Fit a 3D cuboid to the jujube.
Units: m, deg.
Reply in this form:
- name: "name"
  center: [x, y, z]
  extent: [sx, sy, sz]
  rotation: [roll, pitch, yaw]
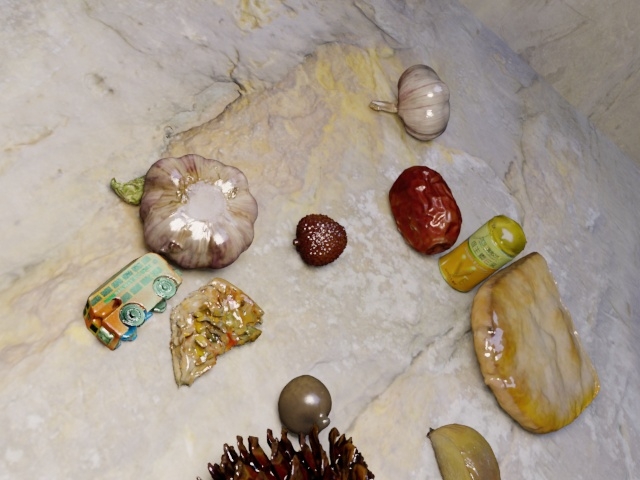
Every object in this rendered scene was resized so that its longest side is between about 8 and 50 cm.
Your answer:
- name: "jujube"
  center: [0.278, -0.084, 1.473]
  extent: [0.174, 0.174, 0.250]
  rotation: [9, 54, -31]

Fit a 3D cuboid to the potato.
- name: "potato"
  center: [0.325, 0.498, 1.142]
  extent: [0.138, 0.098, 0.243]
  rotation: [9, 56, -33]

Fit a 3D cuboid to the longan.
- name: "longan"
  center: [-0.025, 0.308, 1.014]
  extent: [0.106, 0.106, 0.119]
  rotation: [-2, 28, -37]

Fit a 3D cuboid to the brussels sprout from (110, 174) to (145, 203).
- name: "brussels sprout"
  center: [-0.372, -0.103, 1.101]
  extent: [0.085, 0.058, 0.085]
  rotation: [-1, 29, 0]

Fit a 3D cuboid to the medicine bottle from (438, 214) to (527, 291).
- name: "medicine bottle"
  center: [0.429, 0.033, 1.451]
  extent: [0.124, 0.239, 0.124]
  rotation: [18, 49, -22]

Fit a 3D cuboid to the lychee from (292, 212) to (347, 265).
- name: "lychee"
  center: [-0.001, -0.002, 1.248]
  extent: [0.129, 0.123, 0.123]
  rotation: [-24, 75, -41]

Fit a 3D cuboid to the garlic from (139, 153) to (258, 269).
- name: "garlic"
  center: [-0.244, -0.053, 1.091]
  extent: [0.245, 0.160, 0.244]
  rotation: [6, 74, -22]

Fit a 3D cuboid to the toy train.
- name: "toy train"
  center: [-0.328, 0.102, 0.973]
  extent: [0.099, 0.072, 0.188]
  rotation: [39, 45, 2]

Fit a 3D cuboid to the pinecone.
- name: "pinecone"
  center: [-0.051, 0.406, 0.848]
  extent: [0.293, 0.246, 0.246]
  rotation: [10, 52, -7]

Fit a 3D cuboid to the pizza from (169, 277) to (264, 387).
- name: "pizza"
  center: [-0.204, 0.155, 1.026]
  extent: [0.226, 0.069, 0.147]
  rotation: [-32, 83, -45]

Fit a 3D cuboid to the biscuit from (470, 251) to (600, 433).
- name: "biscuit"
  center: [0.549, 0.283, 1.438]
  extent: [0.446, 0.104, 0.428]
  rotation: [-21, 86, -43]

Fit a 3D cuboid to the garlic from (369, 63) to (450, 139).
- name: "garlic"
  center: [0.280, -0.431, 1.742]
  extent: [0.254, 0.245, 0.244]
  rotation: [-8, 58, 2]
